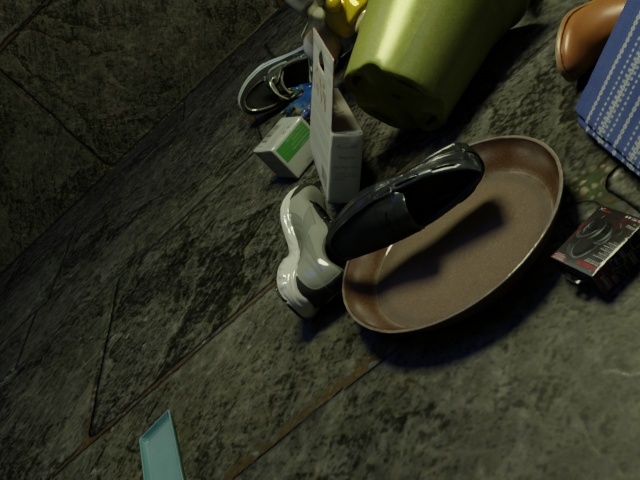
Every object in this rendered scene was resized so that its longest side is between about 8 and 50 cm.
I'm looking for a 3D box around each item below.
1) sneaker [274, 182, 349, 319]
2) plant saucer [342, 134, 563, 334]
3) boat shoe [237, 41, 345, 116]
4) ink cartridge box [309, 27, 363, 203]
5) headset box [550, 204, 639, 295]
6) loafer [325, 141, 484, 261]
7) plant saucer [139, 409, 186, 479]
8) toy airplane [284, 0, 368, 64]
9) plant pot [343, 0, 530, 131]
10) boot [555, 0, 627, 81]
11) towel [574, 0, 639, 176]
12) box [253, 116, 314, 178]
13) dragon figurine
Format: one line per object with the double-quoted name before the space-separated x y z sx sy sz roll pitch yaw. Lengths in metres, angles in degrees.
"sneaker" 0.000 0.000 1.008 0.108 0.100 0.271 -30 35 20
"plant saucer" 0.162 -0.003 0.816 0.310 0.050 0.311 -36 27 21
"boat shoe" -0.090 -0.425 1.734 0.335 0.121 0.119 -30 25 24
"ink cartridge box" 0.025 -0.227 1.163 0.060 0.239 0.275 -1 28 -8
"headset box" 0.273 0.011 0.647 0.083 0.032 0.062 -44 25 -1
"loafer" 0.100 -0.042 0.821 0.223 0.076 0.078 -33 20 15
"plant saucer" -0.226 0.319 0.951 0.067 0.018 0.192 -45 25 -1
"toy airplane" 0.013 -0.532 1.469 0.384 0.386 0.272 43 115 59
"plant pot" 0.167 -0.329 1.091 0.276 0.276 0.254 4 66 58
"boot" 0.406 -0.292 0.860 0.152 0.073 0.197 10 61 55
"towel" 0.366 -0.164 0.625 0.336 0.040 0.243 -99 22 -58
"box" -0.065 -0.195 1.395 0.101 0.087 0.102 -51 27 -13
"dragon figurine" -0.004 -0.337 1.518 0.144 0.085 0.289 -23 33 38
